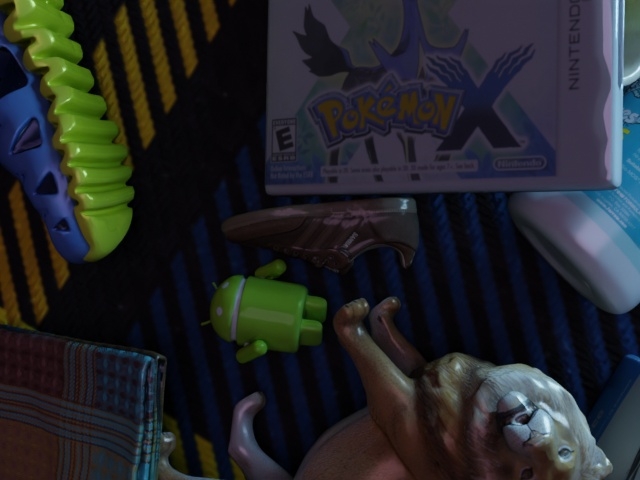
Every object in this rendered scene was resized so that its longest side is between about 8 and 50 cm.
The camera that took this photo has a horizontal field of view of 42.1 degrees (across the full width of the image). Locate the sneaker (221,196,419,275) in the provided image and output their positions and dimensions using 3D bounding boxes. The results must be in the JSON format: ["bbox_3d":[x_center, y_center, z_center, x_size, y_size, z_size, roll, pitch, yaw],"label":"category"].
[{"bbox_3d":[0.000,0.000,0.790,0.188,0.066,0.071,-6,90,5],"label":"sneaker"}]

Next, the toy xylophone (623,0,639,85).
[{"bbox_3d":[0.248,-0.272,0.717,0.081,0.236,0.322,6,82,-37],"label":"toy xylophone"}]

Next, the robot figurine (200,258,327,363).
[{"bbox_3d":[-0.053,0.070,0.793,0.115,0.067,0.101,10,63,4],"label":"robot figurine"}]

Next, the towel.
[{"bbox_3d":[-0.266,0.271,0.772,0.271,0.040,0.370,5,92,28],"label":"towel"}]

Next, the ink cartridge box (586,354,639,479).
[{"bbox_3d":[0.345,0.214,0.643,0.223,0.307,0.129,33,91,4],"label":"ink cartridge box"}]

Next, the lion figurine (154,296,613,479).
[{"bbox_3d":[0.029,0.204,0.725,0.392,0.142,0.240,-37,71,16],"label":"lion figurine"}]

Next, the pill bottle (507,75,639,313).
[{"bbox_3d":[0.306,-0.071,0.730,0.264,0.146,0.146,-43,87,2],"label":"pill bottle"}]

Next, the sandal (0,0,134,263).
[{"bbox_3d":[-0.281,-0.119,0.792,0.138,0.126,0.317,-24,80,7],"label":"sandal"}]

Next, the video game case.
[{"bbox_3d":[0.094,-0.190,0.730,0.329,0.036,0.300,1,89,32],"label":"video game case"}]
